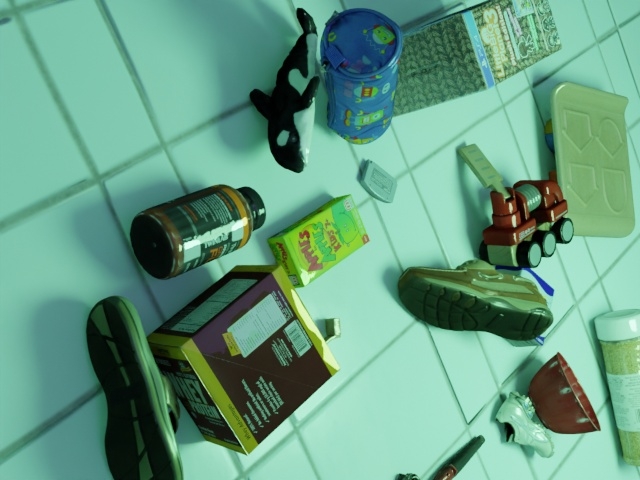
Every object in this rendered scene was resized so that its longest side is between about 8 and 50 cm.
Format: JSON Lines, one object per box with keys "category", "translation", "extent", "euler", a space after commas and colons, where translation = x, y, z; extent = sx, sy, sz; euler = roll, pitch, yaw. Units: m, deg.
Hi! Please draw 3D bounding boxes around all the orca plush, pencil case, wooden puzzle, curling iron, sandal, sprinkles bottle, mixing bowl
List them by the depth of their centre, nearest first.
{"category": "sandal", "translation": [-0.234, 0.220, 1.197], "extent": [0.086, 0.120, 0.303], "euler": [-11, 90, -57]}
{"category": "orca plush", "translation": [-0.062, -0.248, 1.441], "extent": [0.102, 0.151, 0.287], "euler": [9, 78, -10]}
{"category": "pencil case", "translation": [0.062, -0.260, 1.443], "extent": [0.133, 0.306, 0.119], "euler": [-24, 76, -4]}
{"category": "curling iron", "translation": [0.232, 0.425, 1.649], "extent": [0.274, 0.035, 0.068], "euler": [-18, 96, -43]}
{"category": "mixing bowl", "translation": [0.498, 0.334, 1.849], "extent": [0.181, 0.098, 0.181], "euler": [53, 17, -24]}
{"category": "sprinkles bottle", "translation": [0.739, 0.345, 2.080], "extent": [0.121, 0.121, 0.356], "euler": [-15, 94, -43]}
{"category": "wooden puzzle", "translation": [0.634, -0.182, 2.103], "extent": [0.322, 0.080, 0.348], "euler": [2, 87, -43]}

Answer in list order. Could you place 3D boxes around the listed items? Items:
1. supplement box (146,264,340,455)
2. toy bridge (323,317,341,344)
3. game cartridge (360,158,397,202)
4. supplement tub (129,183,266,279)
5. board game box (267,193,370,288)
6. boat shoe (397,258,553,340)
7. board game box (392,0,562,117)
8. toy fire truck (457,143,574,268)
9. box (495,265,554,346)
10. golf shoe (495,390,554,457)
{"category": "supplement box", "translation": [-0.113, 0.167, 1.283], "extent": [0.194, 0.129, 0.191], "euler": [-39, 110, -29]}
{"category": "toy bridge", "translation": [-0.041, 0.165, 1.441], "extent": [0.188, 0.026, 0.063], "euler": [-3, 86, -42]}
{"category": "game cartridge", "translation": [0.107, -0.106, 1.632], "extent": [0.083, 0.017, 0.056], "euler": [35, 57, -34]}
{"category": "supplement tub", "translation": [-0.172, -0.021, 1.294], "extent": [0.198, 0.106, 0.106], "euler": [-25, 100, -42]}
{"category": "board game box", "translation": [0.000, 0.000, 1.495], "extent": [0.181, 0.043, 0.092], "euler": [-33, 106, -41]}
{"category": "boat shoe", "translation": [0.294, 0.102, 1.694], "extent": [0.324, 0.122, 0.120], "euler": [16, 47, -23]}
{"category": "board game box", "translation": [0.278, -0.366, 1.686], "extent": [0.291, 0.232, 0.141], "euler": [-31, 105, -41]}
{"category": "toy fire truck", "translation": [0.397, -0.088, 1.832], "extent": [0.217, 0.158, 0.246], "euler": [-28, 113, -42]}
{"category": "box", "translation": [0.415, 0.135, 1.843], "extent": [0.126, 0.072, 0.137], "euler": [36, 60, -34]}
{"category": "golf shoe", "translation": [0.415, 0.396, 1.822], "extent": [0.086, 0.069, 0.176], "euler": [-40, 110, -16]}
